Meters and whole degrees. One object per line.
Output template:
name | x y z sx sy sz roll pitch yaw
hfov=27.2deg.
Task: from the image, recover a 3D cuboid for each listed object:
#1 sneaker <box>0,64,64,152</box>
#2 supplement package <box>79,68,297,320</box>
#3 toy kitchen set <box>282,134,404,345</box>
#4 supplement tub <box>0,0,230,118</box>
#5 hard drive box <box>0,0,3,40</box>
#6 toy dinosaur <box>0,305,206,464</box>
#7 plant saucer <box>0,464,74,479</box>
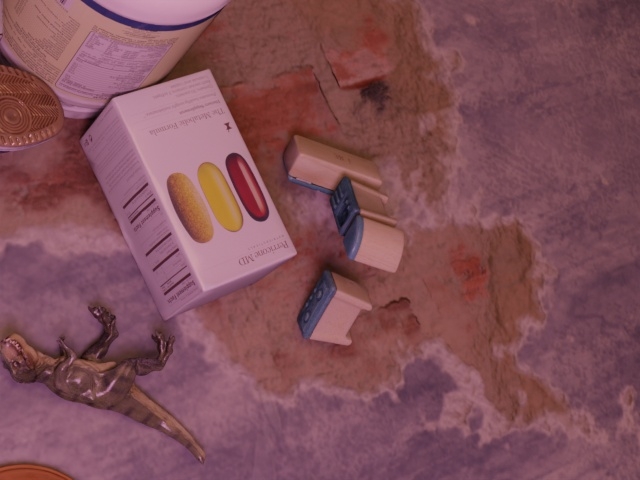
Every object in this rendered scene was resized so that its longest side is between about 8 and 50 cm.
sneaker | -0.429 -0.113 1.435 0.282 0.153 0.099 -11 75 -41
supplement package | -0.156 -0.052 1.551 0.139 0.134 0.244 -23 84 -32
toy kitchen set | 0.000 0.000 1.659 0.122 0.166 0.207 19 28 -22
supplement tub | -0.237 -0.289 1.482 0.235 0.325 0.235 9 68 -24
hard drive box | -0.419 -0.298 1.477 0.089 0.181 0.232 3 70 -27
toy dinosaur | -0.230 0.146 1.487 0.268 0.064 0.118 28 68 -19
plant saucer | -0.310 0.332 1.387 0.200 0.037 0.200 10 67 -24
